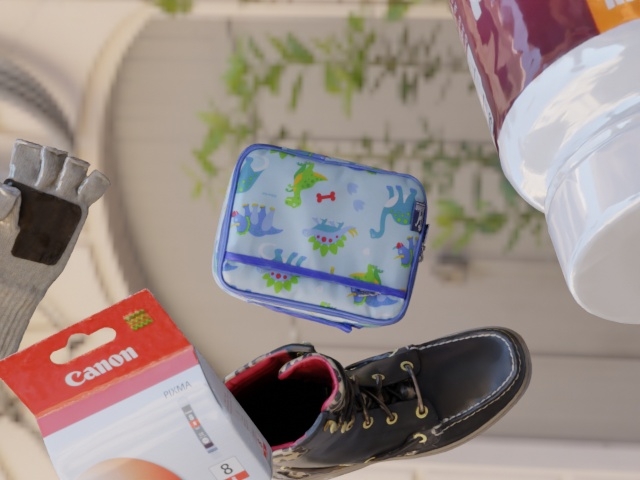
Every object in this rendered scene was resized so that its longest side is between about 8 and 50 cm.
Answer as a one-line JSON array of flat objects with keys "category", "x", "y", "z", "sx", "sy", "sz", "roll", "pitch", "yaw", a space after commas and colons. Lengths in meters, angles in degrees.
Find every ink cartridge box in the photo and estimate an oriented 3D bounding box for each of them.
[{"category": "ink cartridge box", "x": -0.139, "y": 0.137, "z": 1.331, "sx": 0.179, "sy": 0.145, "sz": 0.045, "roll": 55, "pitch": -162, "yaw": -31}]

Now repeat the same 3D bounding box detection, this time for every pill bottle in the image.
[{"category": "pill bottle", "x": 0.214, "y": -0.152, "z": 1.289, "sx": 0.224, "sy": 0.224, "sz": 0.392, "roll": 81, "pitch": 175, "yaw": -57}]

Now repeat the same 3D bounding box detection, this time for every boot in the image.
[{"category": "boot", "x": 0.050, "y": 0.188, "z": 2.130, "sx": 0.284, "sy": 0.377, "sz": 0.138, "roll": 32, "pitch": -139, "yaw": -67}]

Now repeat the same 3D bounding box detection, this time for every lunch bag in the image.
[{"category": "lunch bag", "x": 0.000, "y": 0.000, "z": 1.900, "sx": 0.090, "sy": 0.219, "sz": 0.176, "roll": 144, "pitch": 140, "yaw": -81}]

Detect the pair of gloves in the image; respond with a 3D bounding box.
[{"category": "pair of gloves", "x": -0.310, "y": -0.013, "z": 1.503, "sx": 0.240, "sy": 0.042, "sz": 0.204, "roll": 28, "pitch": -90, "yaw": -38}]
